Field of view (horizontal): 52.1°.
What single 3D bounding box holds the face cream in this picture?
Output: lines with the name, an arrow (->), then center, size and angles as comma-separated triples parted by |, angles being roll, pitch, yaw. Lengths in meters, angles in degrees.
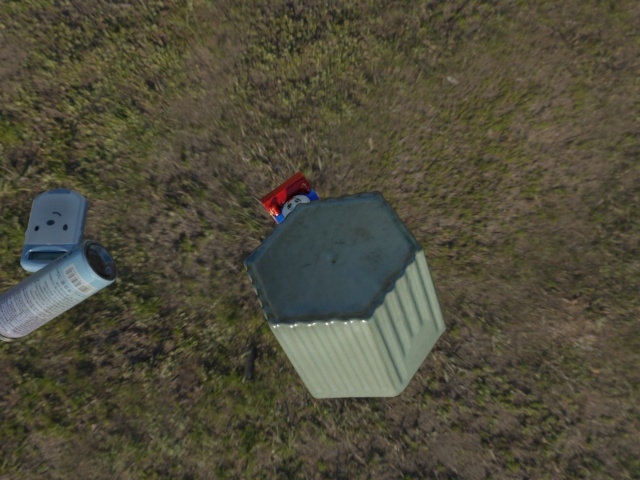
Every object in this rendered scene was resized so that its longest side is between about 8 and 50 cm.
face cream -> -0.417, 0.084, 0.984 | 0.229, 0.075, 0.075 | -29, 91, 13

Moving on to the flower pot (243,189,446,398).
flower pot -> 0.036, 0.074, 0.872 | 0.209, 0.189, 0.239 | 23, 63, 36

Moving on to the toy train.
toy train -> 0.000, 0.000, 1.050 | 0.083, 0.131, 0.204 | -35, 123, 0

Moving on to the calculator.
calculator -> -0.569, -0.016, 1.407 | 0.121, 0.039, 0.210 | 0, 65, 3
